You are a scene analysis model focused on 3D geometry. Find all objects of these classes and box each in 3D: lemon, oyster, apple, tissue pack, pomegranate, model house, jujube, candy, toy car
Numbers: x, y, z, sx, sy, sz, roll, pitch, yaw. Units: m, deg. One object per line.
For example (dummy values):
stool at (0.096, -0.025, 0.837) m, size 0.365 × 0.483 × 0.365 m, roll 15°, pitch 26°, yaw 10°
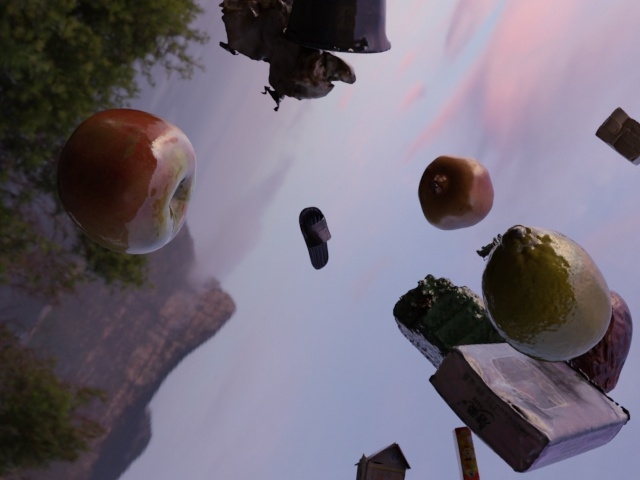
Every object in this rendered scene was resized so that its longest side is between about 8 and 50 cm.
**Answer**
lemon at (0.330, 0.077, 1.147) m, size 0.184 × 0.248 × 0.184 m, roll -32°, pitch -157°, yaw 15°
oyster at (-0.055, -0.317, 1.236) m, size 0.337 × 0.198 × 0.133 m, roll -111°, pitch -154°, yaw -46°
apple at (-0.425, -0.134, 1.678) m, size 0.319 × 0.277 × 0.318 m, roll 18°, pitch 90°, yaw -86°
tissue pack at (0.409, 0.312, 1.496) m, size 0.259 × 0.361 × 0.122 m, roll 43°, pitch -66°, yaw 37°
pomegranate at (0.365, -0.126, 2.066) m, size 0.209 × 0.209 × 0.209 m, roll -61°, pitch -169°, yaw 21°
model house at (0.153, 0.591, 2.009) m, size 0.219 × 0.208 × 0.135 m, roll 108°, pitch -7°, yaw -67°
jujube at (0.610, 0.221, 1.715) m, size 0.168 × 0.168 × 0.236 m, roll 165°, pitch -78°, yaw -76°
candy at (0.332, 0.491, 1.764) m, size 0.062 × 0.038 × 0.121 m, roll 85°, pitch -3°, yaw -70°
toy car at (0.419, 0.016, 1.883) m, size 0.059 × 0.035 × 0.122 m, roll -41°, pitch 170°, yaw 21°

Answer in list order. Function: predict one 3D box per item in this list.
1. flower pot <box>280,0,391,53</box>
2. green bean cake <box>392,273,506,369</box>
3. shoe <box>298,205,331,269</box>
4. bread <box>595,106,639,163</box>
flower pot at (0.026, -0.326, 1.066) m, size 0.157 × 0.158 × 0.106 m, roll -89°, pitch -177°, yaw -65°
green bean cake at (0.308, 0.203, 1.781) m, size 0.169 × 0.300 × 0.308 m, roll -42°, pitch 149°, yaw -5°
shoe at (0.000, 0.000, 1.616) m, size 0.062 × 0.053 × 0.159 m, roll -31°, pitch 130°, yaw -26°
bread at (0.675, -0.225, 1.695) m, size 0.077 × 0.105 × 0.152 m, roll -53°, pitch 161°, yaw 15°
